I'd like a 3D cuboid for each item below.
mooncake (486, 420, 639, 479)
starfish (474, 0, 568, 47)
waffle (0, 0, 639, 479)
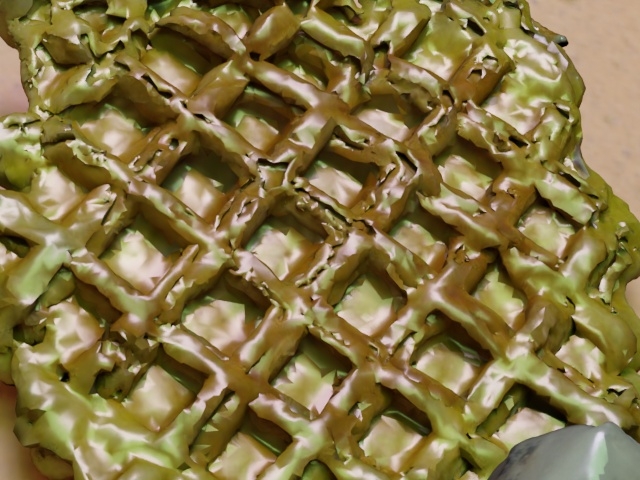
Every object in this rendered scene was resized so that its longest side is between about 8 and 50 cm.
[{"bbox_3d":[0.085,0.138,0.552,0.130,0.073,0.125,39,58,-22],"label":"mooncake"},{"bbox_3d":[0.007,-0.143,0.745,0.223,0.050,0.217,23,63,7],"label":"starfish"},{"bbox_3d":[0.000,0.001,0.635,0.254,0.052,0.245,-8,65,-19],"label":"waffle"}]
